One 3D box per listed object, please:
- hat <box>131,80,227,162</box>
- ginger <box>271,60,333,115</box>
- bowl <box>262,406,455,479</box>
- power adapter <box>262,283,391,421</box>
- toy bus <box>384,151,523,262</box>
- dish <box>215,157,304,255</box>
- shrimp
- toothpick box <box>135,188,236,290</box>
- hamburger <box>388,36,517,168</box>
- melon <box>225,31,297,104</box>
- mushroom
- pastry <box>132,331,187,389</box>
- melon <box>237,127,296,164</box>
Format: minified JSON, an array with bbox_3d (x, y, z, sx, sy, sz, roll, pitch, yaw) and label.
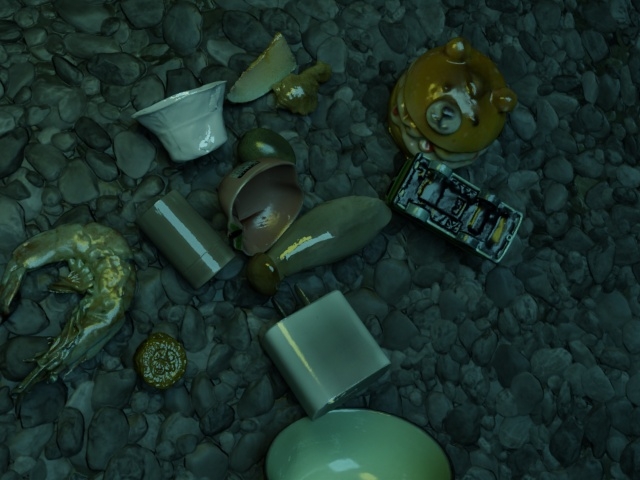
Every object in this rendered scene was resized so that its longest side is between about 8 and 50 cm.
[{"bbox_3d":[-0.263,-0.231,1.541,0.203,0.203,0.126,-26,108,-22],"label":"hat"},{"bbox_3d":[-0.025,-0.330,1.684,0.165,0.067,0.096,-34,90,-26],"label":"ginger"},{"bbox_3d":[0.068,0.492,1.451,0.354,0.354,0.185,-8,116,-20],"label":"bowl"},{"bbox_3d":[-0.007,0.203,1.543,0.187,0.124,0.255,-28,70,-23],"label":"power adapter"},{"bbox_3d":[0.282,-0.071,1.689,0.276,0.165,0.133,30,87,-13],"label":"toy bus"},{"bbox_3d":[-0.137,-0.081,1.550,0.090,0.213,0.213,34,65,32],"label":"dish"},{"bbox_3d":[-0.489,0.121,1.437,0.247,0.085,0.360,26,69,-3],"label":"shrimp"},{"bbox_3d":[-0.263,0.000,1.514,0.111,0.111,0.181,-43,94,-21],"label":"toothpick box"},{"bbox_3d":[0.295,-0.303,1.702,0.276,0.237,0.276,4,77,-17],"label":"hamburger"},{"bbox_3d":[-0.131,-0.350,1.643,0.054,0.098,0.182,39,85,18],"label":"melon"},{"bbox_3d":[0.000,0.000,1.595,0.350,0.128,0.128,-31,91,-22],"label":"mushroom"},{"bbox_3d":[-0.309,0.232,1.486,0.097,0.057,0.109,-9,85,-26],"label":"pastry"},{"bbox_3d":[-0.111,-0.180,1.609,0.130,0.098,0.098,25,73,-20],"label":"melon"}]
